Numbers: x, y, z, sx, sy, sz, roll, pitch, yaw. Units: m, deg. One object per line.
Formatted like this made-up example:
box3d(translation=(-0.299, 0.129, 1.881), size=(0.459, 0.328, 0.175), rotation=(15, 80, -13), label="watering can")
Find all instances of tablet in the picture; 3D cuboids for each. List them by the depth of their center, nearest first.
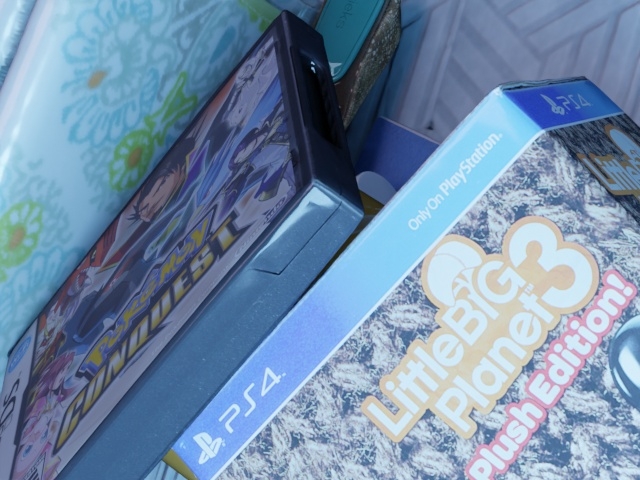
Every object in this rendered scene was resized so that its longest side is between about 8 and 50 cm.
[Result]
box3d(translation=(0.054, -0.050, 1.077), size=(0.083, 0.006, 0.054), rotation=(31, 98, 50), label="tablet")

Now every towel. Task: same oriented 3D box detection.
box3d(translation=(-0.143, -0.038, 1.048), size=(0.090, 0.320, 0.374), rotation=(22, 91, 28), label="towel")

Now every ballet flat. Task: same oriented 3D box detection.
box3d(translation=(0.001, -0.091, 1.090), size=(0.073, 0.067, 0.206), rotation=(28, 78, 27), label="ballet flat")

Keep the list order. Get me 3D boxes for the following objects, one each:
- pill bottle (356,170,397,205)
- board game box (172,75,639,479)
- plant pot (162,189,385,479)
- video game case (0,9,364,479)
box3d(translation=(0.000, 0.000, 1.068), size=(0.116, 0.065, 0.065), rotation=(-33, 52, 35), label="pill bottle")
box3d(translation=(0.124, 0.109, 0.706), size=(0.291, 0.141, 0.232), rotation=(46, 112, 12), label="board game box")
box3d(translation=(0.025, 0.090, 0.920), size=(0.188, 0.205, 0.205), rotation=(32, 98, 34), label="plant pot")
box3d(translation=(-0.085, 0.029, 0.803), size=(0.275, 0.035, 0.248), rotation=(-50, 19, 17), label="video game case")
